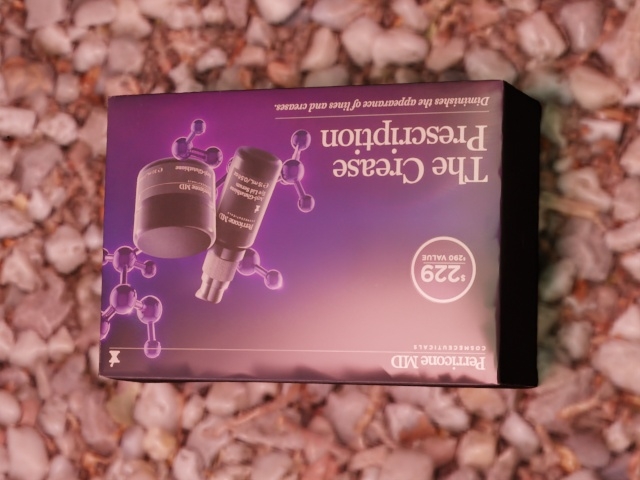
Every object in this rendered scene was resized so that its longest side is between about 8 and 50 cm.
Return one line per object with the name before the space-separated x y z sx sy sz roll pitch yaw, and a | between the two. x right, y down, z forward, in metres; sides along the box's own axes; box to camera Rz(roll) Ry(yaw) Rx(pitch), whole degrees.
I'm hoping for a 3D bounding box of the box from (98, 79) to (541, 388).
box | 0.000 0.000 1.091 0.261 0.103 0.184 -1 87 20
